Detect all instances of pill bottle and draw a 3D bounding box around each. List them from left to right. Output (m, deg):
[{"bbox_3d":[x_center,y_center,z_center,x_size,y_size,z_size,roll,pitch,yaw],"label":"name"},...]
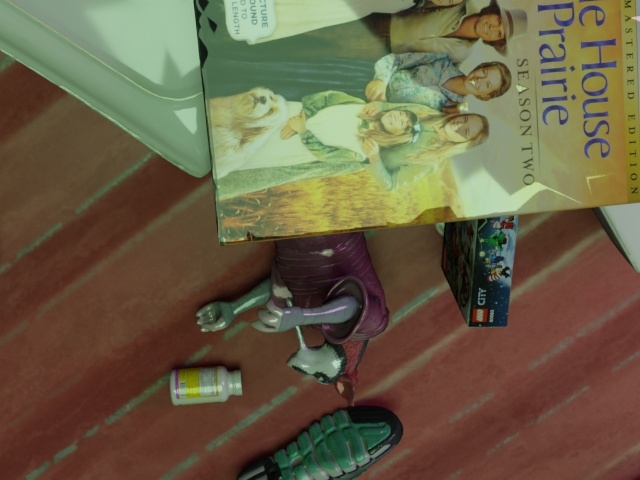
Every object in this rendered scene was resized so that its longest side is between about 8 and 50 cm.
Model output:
[{"bbox_3d":[-0.135,0.171,1.312,0.083,0.043,0.043,-4,112,-2],"label":"pill bottle"}]

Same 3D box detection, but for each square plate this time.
[{"bbox_3d":[-0.160,-0.289,1.025,0.344,0.049,0.347,32,94,-10],"label":"square plate"}]

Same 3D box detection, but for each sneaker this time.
[{"bbox_3d":[0.008,0.280,1.360,0.223,0.083,0.098,-26,134,10],"label":"sneaker"}]

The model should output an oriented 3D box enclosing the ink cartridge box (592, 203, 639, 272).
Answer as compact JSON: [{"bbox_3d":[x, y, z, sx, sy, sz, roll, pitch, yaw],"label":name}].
[{"bbox_3d":[0.347,-0.155,1.162,0.226,0.131,0.306,-30,111,8],"label":"ink cartridge box"}]

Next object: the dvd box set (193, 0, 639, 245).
[{"bbox_3d":[0.099,-0.166,1.015,0.420,0.062,0.308,-5,100,-5],"label":"dvd box set"}]

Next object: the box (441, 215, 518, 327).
[{"bbox_3d":[0.171,-0.046,1.180,0.044,0.159,0.233,0,112,-5],"label":"box"}]

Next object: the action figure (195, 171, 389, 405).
[{"bbox_3d":[0.000,0.000,1.204,0.275,0.248,0.370,-26,112,-22],"label":"action figure"}]
